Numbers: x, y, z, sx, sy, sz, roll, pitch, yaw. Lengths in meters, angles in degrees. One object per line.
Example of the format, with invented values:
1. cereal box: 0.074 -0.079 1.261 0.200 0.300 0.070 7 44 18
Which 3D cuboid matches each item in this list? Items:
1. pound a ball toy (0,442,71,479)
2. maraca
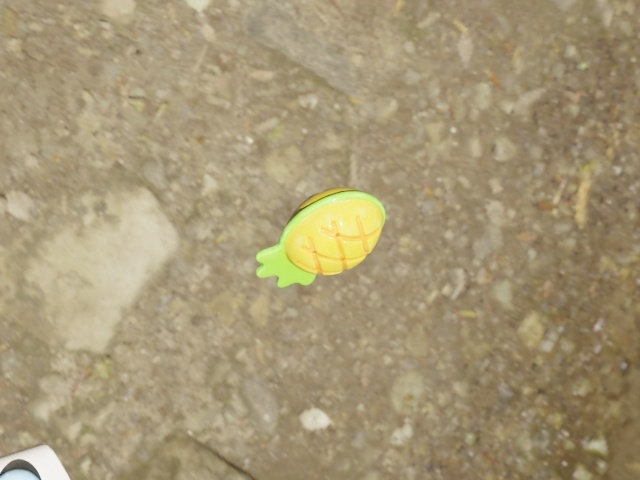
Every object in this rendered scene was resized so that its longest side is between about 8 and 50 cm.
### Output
1. pound a ball toy: -0.433 0.291 1.236 0.319 0.208 0.135 -14 141 -35
2. maraca: 0.000 0.000 1.509 0.186 0.099 0.127 -37 136 21
